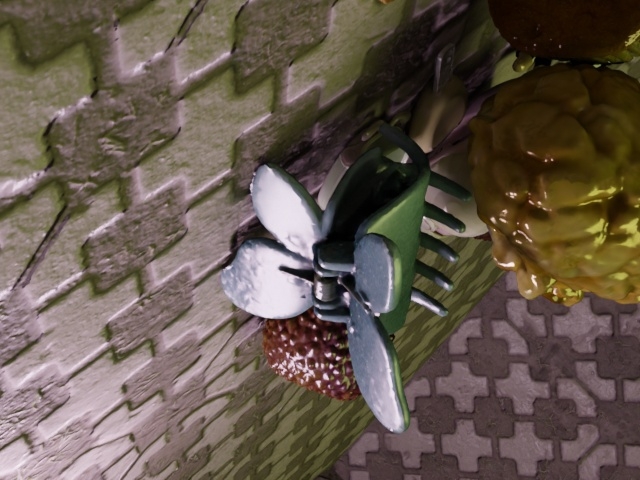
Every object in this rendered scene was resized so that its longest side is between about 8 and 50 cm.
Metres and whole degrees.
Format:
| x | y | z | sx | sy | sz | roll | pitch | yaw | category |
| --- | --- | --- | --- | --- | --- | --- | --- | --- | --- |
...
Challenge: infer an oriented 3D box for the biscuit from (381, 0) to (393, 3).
| x | y | z | sx | sy | sz | roll | pitch | yaw | category |
| --- | --- | --- | --- | --- | --- | --- | --- | --- | --- |
| 0.140 | -0.388 | 1.101 | 0.236 | 0.040 | 0.144 | -48 | 169 | 5 | biscuit |

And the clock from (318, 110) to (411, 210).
| x | y | z | sx | sy | sz | roll | pitch | yaw | category |
| --- | --- | --- | --- | --- | --- | --- | --- | --- | --- |
| 0.082 | -0.124 | 1.511 | 0.151 | 0.062 | 0.191 | -28 | 155 | -43 | clock |

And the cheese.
| x | y | z | sx | sy | sz | roll | pitch | yaw | category |
| --- | --- | --- | --- | --- | --- | --- | --- | --- | --- |
| 0.195 | -0.240 | 1.524 | 0.127 | 0.054 | 0.251 | -44 | 162 | -14 | cheese |

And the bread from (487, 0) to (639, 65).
| x | y | z | sx | sy | sz | roll | pitch | yaw | category |
| --- | --- | --- | --- | --- | --- | --- | --- | --- | --- |
| 0.367 | -0.363 | 1.306 | 0.142 | 0.253 | 0.227 | -17 | 120 | -60 | bread |

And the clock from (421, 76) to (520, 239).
| x | y | z | sx | sy | sz | roll | pitch | yaw | category |
| --- | --- | --- | --- | --- | --- | --- | --- | --- | --- |
| 0.288 | -0.134 | 1.673 | 0.326 | 0.184 | 0.342 | -44 | -179 | -9 | clock |

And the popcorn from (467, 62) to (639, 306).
| x | y | z | sx | sy | sz | roll | pitch | yaw | category |
| --- | --- | --- | --- | --- | --- | --- | --- | --- | --- |
| 0.391 | -0.087 | 1.349 | 0.390 | 0.354 | 0.344 | 60 | 32 | -57 | popcorn |

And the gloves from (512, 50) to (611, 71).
| x | y | z | sx | sy | sz | roll | pitch | yaw | category |
| --- | --- | --- | --- | --- | --- | --- | --- | --- | --- |
| 0.485 | -0.379 | 1.704 | 0.301 | 0.152 | 0.197 | -34 | 139 | -14 | gloves |

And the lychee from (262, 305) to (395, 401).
| x | y | z | sx | sy | sz | roll | pitch | yaw | category |
| --- | --- | --- | --- | --- | --- | --- | --- | --- | --- |
| 0.024 | 0.157 | 1.745 | 0.271 | 0.271 | 0.271 | -40 | 162 | -16 | lychee |

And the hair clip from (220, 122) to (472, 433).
| x | y | z | sx | sy | sz | roll | pitch | yaw | category |
| --- | --- | --- | --- | --- | --- | --- | --- | --- | --- |
| 0.066 | 0.021 | 1.372 | 0.238 | 0.392 | 0.318 | -31 | 141 | -34 | hair clip |

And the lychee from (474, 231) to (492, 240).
| x | y | z | sx | sy | sz | roll | pitch | yaw | category |
| --- | --- | --- | --- | --- | --- | --- | --- | --- | --- |
| 0.380 | -0.100 | 2.029 | 0.188 | 0.188 | 0.188 | -40 | 162 | -16 | lychee |
